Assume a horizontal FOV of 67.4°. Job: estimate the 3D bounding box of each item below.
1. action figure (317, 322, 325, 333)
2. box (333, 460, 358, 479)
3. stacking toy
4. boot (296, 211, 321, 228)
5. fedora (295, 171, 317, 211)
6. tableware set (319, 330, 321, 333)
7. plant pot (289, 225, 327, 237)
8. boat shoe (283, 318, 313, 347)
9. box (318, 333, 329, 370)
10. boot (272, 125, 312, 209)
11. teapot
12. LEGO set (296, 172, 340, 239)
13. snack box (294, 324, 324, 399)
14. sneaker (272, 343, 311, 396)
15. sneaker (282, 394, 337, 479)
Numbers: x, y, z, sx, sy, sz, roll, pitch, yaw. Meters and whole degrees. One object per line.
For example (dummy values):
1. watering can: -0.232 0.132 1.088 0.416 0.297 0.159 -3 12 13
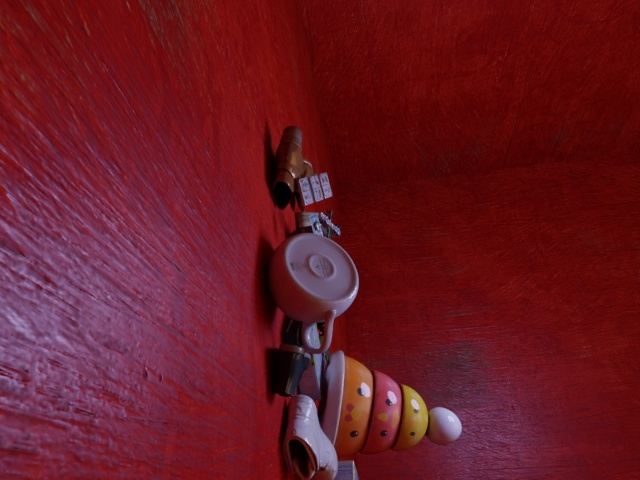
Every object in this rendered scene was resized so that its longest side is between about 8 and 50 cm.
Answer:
1. action figure: 0.015 0.207 1.823 0.164 0.141 0.275 58 26 -49
2. box: 0.079 0.958 1.740 0.213 0.117 0.243 76 11 -48
3. stacking toy: 0.230 0.568 1.583 0.350 0.480 0.350 -171 -90 -88
4. boot: 0.000 0.000 1.842 0.262 0.095 0.203 14 64 -53
5. fedora: -0.050 -0.199 1.738 0.194 0.079 0.194 173 -90 -80
6. tableware set: 0.012 0.293 1.947 0.168 0.020 0.141 119 -24 -50
7. plant pot: -0.026 0.046 1.577 0.167 0.167 0.165 62 15 -73
8. boat shoe: -0.057 0.233 1.423 0.254 0.079 0.095 -77 162 -64
9. box: 0.014 0.498 1.941 0.184 0.045 0.190 -63 147 -74
10. boot: -0.087 -0.180 1.481 0.283 0.109 0.220 94 2 -58
11. teapot: -0.035 0.122 1.245 0.187 0.252 0.256 -54 180 41
12. LEGO set: -0.007 -0.074 1.465 0.182 0.060 0.244 -28 104 -59
13. snack box: -0.038 0.363 1.500 0.174 0.070 0.207 -83 164 -65
14. sneaker: -0.080 0.334 1.213 0.222 0.083 0.118 75 25 -69
15. sneaker: -0.032 0.572 1.252 0.169 0.108 0.292 -78 151 -65
